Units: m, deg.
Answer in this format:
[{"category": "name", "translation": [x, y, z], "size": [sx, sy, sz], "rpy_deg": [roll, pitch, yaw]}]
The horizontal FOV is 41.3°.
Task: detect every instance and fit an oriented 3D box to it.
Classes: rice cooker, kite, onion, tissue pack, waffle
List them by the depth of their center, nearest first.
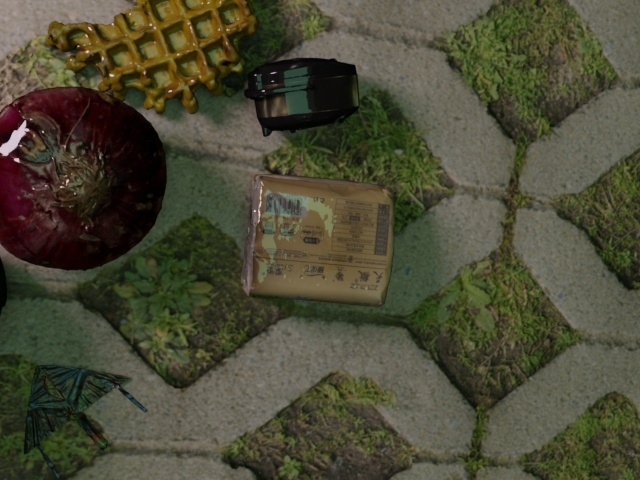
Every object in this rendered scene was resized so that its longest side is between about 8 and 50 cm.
[{"category": "onion", "translation": [-0.323, -0.084, 1.108], "size": [0.246, 0.190, 0.246], "rpy_deg": [-12, 116, -25]}, {"category": "waffle", "translation": [-0.210, -0.319, 1.177], "size": [0.260, 0.069, 0.293], "rpy_deg": [26, 89, -16]}, {"category": "rice cooker", "translation": [-0.024, -0.211, 1.218], "size": [0.165, 0.112, 0.106], "rpy_deg": [-17, 106, -13]}, {"category": "kite", "translation": [-0.357, 0.241, 1.222], "size": [0.183, 0.010, 0.160], "rpy_deg": [-37, 104, -10]}, {"category": "tissue pack", "translation": [0.000, 0.000, 1.258], "size": [0.222, 0.090, 0.186], "rpy_deg": [4, 92, -18]}]

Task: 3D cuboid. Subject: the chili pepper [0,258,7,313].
[{"category": "chili pepper", "translation": [-0.528, 0.085, 1.049], "size": [0.249, 0.233, 0.256], "rpy_deg": [25, 83, -21]}]
